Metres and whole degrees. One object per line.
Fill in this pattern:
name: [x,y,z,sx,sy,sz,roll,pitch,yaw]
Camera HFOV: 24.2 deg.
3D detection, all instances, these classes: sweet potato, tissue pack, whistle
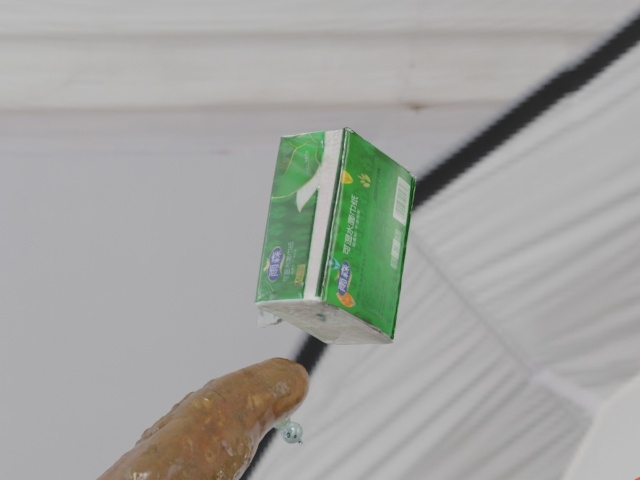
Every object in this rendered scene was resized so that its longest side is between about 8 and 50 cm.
sweet potato: [-0.124,0.199,1.286,0.095,0.354,0.106,17,-45,32]
tissue pack: [-0.001,0.000,1.698,0.156,0.209,0.148,-5,-24,35]
whistle: [-0.062,0.277,2.313,0.035,0.100,0.035,-41,-10,-8]

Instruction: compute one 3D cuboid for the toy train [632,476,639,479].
toy train: [0.252,0.292,1.172,0.083,0.131,0.204,-22,-51,-12]
